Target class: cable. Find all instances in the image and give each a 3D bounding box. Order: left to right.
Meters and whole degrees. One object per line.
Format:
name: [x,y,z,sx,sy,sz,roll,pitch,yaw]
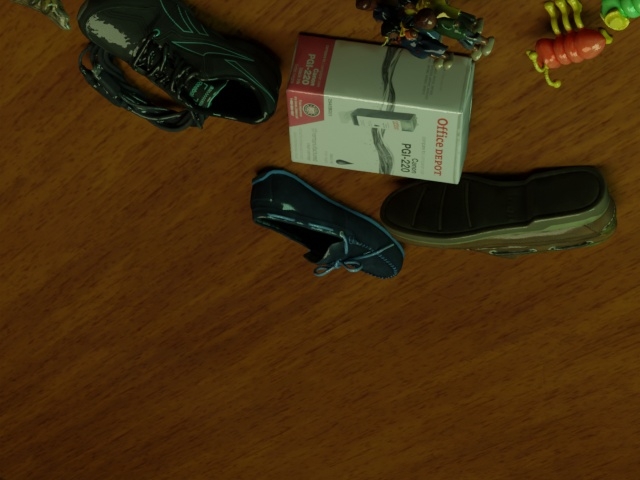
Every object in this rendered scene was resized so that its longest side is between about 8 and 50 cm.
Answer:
cable: [-0.206,-0.204,2.222,0.150,0.047,0.184,-23,130,37]

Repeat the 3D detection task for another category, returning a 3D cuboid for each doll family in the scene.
doll family: [0.110,-0.246,1.975,0.111,0.076,0.193,21,163,-25]

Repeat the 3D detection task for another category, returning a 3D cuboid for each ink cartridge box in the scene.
ink cartridge box: [0.074,-0.159,2.143,0.218,0.092,0.158,7,149,6]

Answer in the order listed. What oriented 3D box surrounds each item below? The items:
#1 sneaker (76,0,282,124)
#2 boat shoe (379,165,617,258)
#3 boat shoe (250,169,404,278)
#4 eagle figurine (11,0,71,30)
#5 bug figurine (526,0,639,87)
sneaker: [-0.164,-0.220,2.098,0.267,0.106,0.101,21,123,-18]
boat shoe: [0.233,-0.019,2.290,0.307,0.111,0.104,-1,145,22]
boat shoe: [0.000,0.000,2.425,0.258,0.089,0.109,27,146,-23]
eagle figurine: [-0.268,-0.378,1.841,0.225,0.298,0.226,35,-159,25]
bug figurine: [0.259,-0.278,1.901,0.216,0.072,0.279,-17,138,39]
